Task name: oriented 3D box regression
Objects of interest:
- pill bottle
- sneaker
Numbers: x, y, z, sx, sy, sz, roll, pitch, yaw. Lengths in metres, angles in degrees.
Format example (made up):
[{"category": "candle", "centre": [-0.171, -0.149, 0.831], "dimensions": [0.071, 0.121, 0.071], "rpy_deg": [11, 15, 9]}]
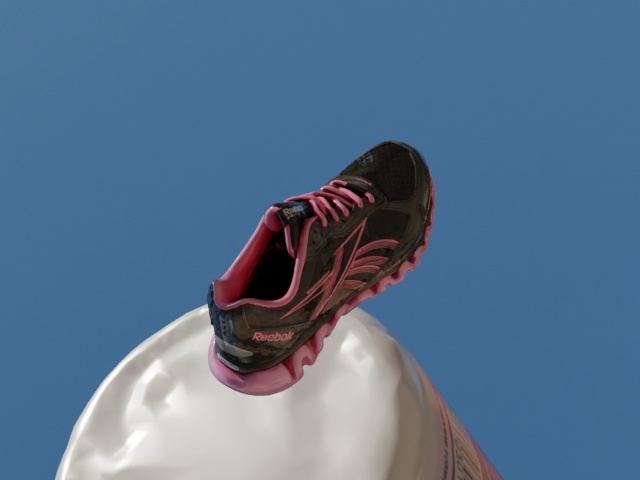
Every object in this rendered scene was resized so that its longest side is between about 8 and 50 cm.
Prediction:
[{"category": "pill bottle", "centre": [0.023, 0.167, 0.755], "dimensions": [0.169, 0.169, 0.301], "rpy_deg": [-59, -40, -22]}, {"category": "sneaker", "centre": [0.000, 0.000, 0.616], "dimensions": [0.119, 0.047, 0.057], "rpy_deg": [-50, -35, -26]}]
